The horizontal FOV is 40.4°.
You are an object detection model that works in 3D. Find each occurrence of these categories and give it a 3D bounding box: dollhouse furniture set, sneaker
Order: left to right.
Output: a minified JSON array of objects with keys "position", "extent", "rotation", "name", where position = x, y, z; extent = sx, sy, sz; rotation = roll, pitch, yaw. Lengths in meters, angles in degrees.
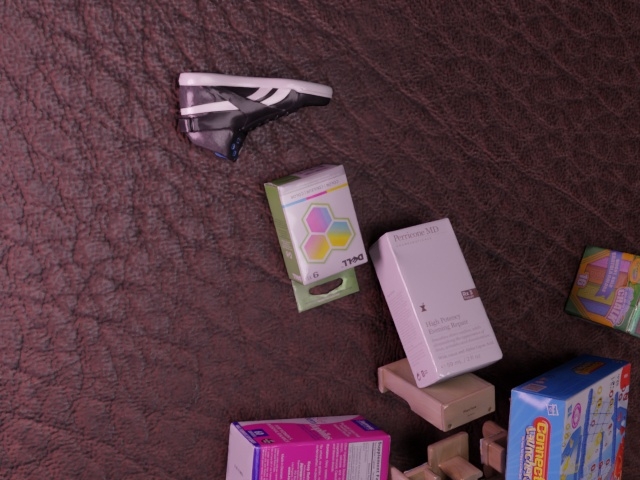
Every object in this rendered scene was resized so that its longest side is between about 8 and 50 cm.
[{"position":[-0.093,-0.169,1.222],"extent":[0.216,0.079,0.121],"rotation":[1,100,-15],"name":"sneaker"},{"position":[0.186,0.319,1.367],"extent":[0.212,0.161,0.242],"rotation":[-15,112,-27],"name":"dollhouse furniture set"}]

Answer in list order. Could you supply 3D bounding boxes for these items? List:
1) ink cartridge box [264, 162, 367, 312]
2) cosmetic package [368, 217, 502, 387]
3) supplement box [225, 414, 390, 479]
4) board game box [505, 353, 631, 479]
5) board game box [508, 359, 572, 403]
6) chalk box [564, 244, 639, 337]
[{"position":[0.000,0.000,1.288],"extent":[0.108,0.062,0.209],"rotation":[-20,105,-21],"name":"ink cartridge box"},{"position":[0.170,0.092,1.309],"extent":[0.117,0.085,0.231],"rotation":[-14,75,-23],"name":"cosmetic package"},{"position":[-0.018,0.334,1.300],"extent":[0.219,0.111,0.114],"rotation":[3,96,-24],"name":"supplement box"},{"position":[0.397,0.360,1.392],"extent":[0.308,0.086,0.302],"rotation":[-7,102,-53],"name":"board game box"},{"position":[0.437,0.368,1.549],"extent":[0.145,0.027,0.281],"rotation":[-26,107,-20],"name":"board game box"},{"position":[0.540,0.098,1.453],"extent":[0.132,0.213,0.132],"rotation":[19,89,-25],"name":"chalk box"}]
